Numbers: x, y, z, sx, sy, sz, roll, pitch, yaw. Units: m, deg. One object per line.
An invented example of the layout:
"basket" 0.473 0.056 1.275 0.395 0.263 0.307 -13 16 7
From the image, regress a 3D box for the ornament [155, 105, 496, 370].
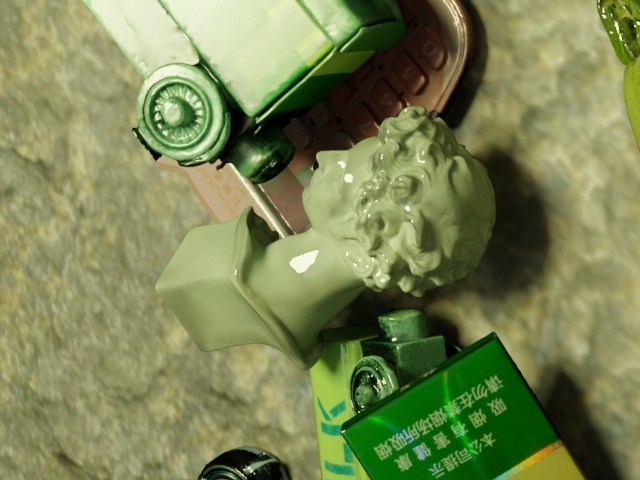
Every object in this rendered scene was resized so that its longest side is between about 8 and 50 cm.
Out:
"ornament" 0.005 0.014 1.054 0.285 0.120 0.130 -32 120 33

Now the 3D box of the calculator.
"calculator" -0.005 -0.118 1.129 0.220 0.048 0.329 55 127 20

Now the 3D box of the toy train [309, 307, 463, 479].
"toy train" 0.050 0.177 1.114 0.157 0.105 0.253 0 98 56

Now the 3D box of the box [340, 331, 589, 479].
"box" 0.130 0.196 1.003 0.132 0.034 0.235 -32 91 5

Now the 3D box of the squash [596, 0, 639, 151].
"squash" 0.268 -0.022 0.874 0.341 0.094 0.094 53 129 17

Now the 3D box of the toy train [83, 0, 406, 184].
"toy train" -0.092 -0.193 1.035 0.202 0.120 0.301 -41 83 19

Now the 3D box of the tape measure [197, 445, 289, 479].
"tape measure" -0.063 0.228 1.251 0.094 0.054 0.091 51 127 13
